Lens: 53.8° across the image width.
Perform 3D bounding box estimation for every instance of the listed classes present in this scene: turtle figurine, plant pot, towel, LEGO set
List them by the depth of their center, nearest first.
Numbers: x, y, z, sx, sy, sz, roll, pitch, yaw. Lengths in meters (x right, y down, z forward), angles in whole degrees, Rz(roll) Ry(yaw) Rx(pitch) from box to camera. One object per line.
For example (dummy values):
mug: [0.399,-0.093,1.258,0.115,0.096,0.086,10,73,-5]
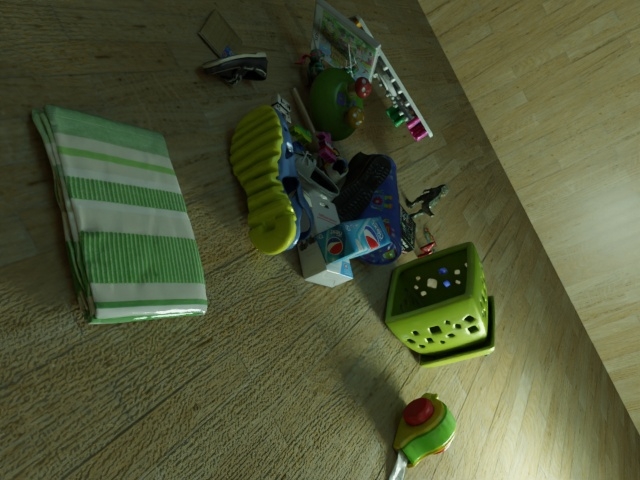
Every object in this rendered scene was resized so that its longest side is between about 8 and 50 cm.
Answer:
towel: [-0.287,-0.036,0.941,0.247,0.038,0.325,5,61,-58]
LEGO set: [-0.064,-0.253,1.412,0.227,0.087,0.093,34,45,-47]
plant pot: [0.312,0.172,1.558,0.207,0.227,0.228,57,29,-23]
turtle figurine: [0.022,-0.424,1.670,0.175,0.118,0.234,-29,110,-44]

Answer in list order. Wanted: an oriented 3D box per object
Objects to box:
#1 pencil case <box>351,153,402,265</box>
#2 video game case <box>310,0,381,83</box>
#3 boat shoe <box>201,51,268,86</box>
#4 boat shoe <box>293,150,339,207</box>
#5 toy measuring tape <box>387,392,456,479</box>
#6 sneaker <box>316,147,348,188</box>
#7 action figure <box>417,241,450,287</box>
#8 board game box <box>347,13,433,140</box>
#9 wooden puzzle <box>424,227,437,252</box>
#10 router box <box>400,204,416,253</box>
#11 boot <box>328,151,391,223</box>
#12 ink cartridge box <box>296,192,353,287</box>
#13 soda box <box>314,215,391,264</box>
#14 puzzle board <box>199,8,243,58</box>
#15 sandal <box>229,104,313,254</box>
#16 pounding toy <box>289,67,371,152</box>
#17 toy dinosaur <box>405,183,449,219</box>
pencil case: [0.131,-0.080,1.569,0.119,0.133,0.306,94,-1,-49]
video game case: [0.062,-0.523,1.704,0.212,0.193,0.023,40,71,10]
boat shoe: [-0.174,-0.363,1.348,0.206,0.075,0.065,-35,120,-57]
boat shoe: [-0.041,-0.159,1.385,0.227,0.081,0.079,42,33,-36]
toy measuring tape: [0.213,0.424,1.297,0.121,0.121,0.330,56,30,-13]
sneaker: [0.037,-0.180,1.528,0.070,0.083,0.186,50,32,-22]
action figure: [0.413,0.126,1.847,0.280,0.139,0.091,58,30,-14]
board game box: [0.178,-0.488,1.900,0.390,0.050,0.390,54,7,-16]
wooden puzzle: [0.342,-0.001,1.960,0.049,0.006,0.083,-14,79,-61]
router box: [0.225,-0.035,1.765,0.092,0.038,0.122,49,32,-25]
boot: [0.074,-0.130,1.527,0.077,0.198,0.137,47,-5,-26]
ink cartridge box: [0.000,0.000,1.346,0.104,0.061,0.181,21,50,-52]
soda box: [0.073,-0.002,1.328,0.210,0.071,0.067,-13,79,-63]
puzzle board: [-0.221,-0.451,1.406,0.096,0.011,0.128,48,33,-29]
sandal: [-0.090,-0.115,1.251,0.138,0.126,0.318,19,59,-59]
pounding toy: [0.055,-0.330,1.555,0.237,0.110,0.183,-36,120,-41]
toy dinosaur: [0.309,-0.107,1.876,0.064,0.118,0.268,58,30,-10]
